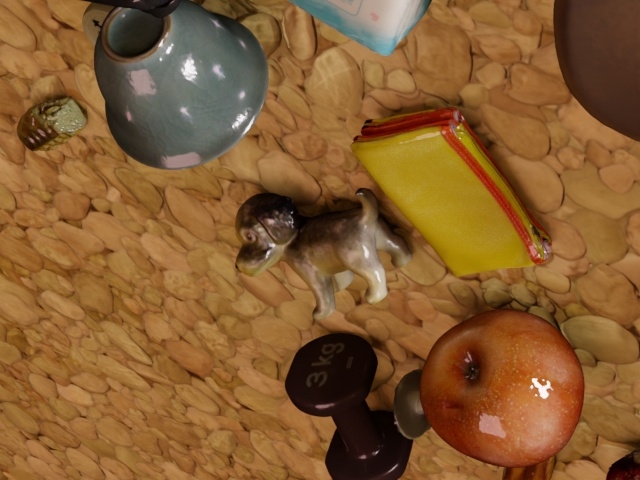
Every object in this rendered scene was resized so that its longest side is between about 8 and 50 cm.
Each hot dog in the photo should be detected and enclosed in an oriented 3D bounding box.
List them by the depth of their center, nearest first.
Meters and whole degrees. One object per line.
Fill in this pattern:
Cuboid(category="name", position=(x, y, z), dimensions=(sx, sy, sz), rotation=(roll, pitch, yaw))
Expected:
Cuboid(category="hot dog", position=(0.295, 0.319, 1.995), dimensions=(0.071, 0.045, 0.165), rotation=(19, 145, 16))

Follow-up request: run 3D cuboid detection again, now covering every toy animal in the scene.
Cuboid(category="toy animal", position=(-0.001, 0.012, 1.782), dimensions=(0.233, 0.121, 0.168), rotation=(-6, 121, 39))

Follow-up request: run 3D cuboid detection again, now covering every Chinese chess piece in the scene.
Cuboid(category="Chinese chess piece", position=(-0.248, -0.255, 1.700), dimensions=(0.084, 0.034, 0.084), rotation=(22, 145, 16))

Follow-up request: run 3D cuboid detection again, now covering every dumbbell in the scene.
Cuboid(category="dumbbell", position=(0.044, 0.249, 2.025), dimensions=(0.124, 0.140, 0.225), rotation=(-1, 134, 26))

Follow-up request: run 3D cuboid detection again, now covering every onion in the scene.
Cuboid(category="onion", position=(0.428, 0.322, 1.849), dimensions=(0.107, 0.097, 0.107), rotation=(9, 167, 2))

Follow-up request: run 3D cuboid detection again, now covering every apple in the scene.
Cuboid(category="apple", position=(0.218, 0.180, 1.731), dimensions=(0.162, 0.201, 0.201), rotation=(24, 156, -37))

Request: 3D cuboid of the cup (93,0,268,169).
Cuboid(category="cup", position=(-0.172, -0.196, 1.532), dimensions=(0.199, 0.199, 0.150), rotation=(16, 165, 23))

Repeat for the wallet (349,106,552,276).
Cuboid(category="wallet", position=(0.157, -0.057, 1.611), dimensions=(0.141, 0.067, 0.241), rotation=(-9, 134, 39))

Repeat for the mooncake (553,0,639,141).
Cuboid(category="mooncake", position=(0.312, -0.202, 1.238), dimensions=(0.235, 0.117, 0.234), rotation=(22, 143, 18))

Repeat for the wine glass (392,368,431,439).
Cuboid(category="wine glass", position=(0.211, 0.226, 1.896), dimensions=(0.222, 0.103, 0.103), rotation=(-1, 135, 39))

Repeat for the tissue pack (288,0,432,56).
Cuboid(category="tissue pack", position=(0.037, -0.325, 1.297), dimensions=(0.201, 0.124, 0.271), rotation=(29, 148, 4))

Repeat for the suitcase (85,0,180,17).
Cuboid(category="suitcase", position=(-0.270, -0.411, 1.404), dimensions=(0.345, 0.188, 0.339), rotation=(17, 139, 24))

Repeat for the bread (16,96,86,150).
Cuboid(category="bread", position=(-0.370, -0.156, 1.910), dimensions=(0.066, 0.060, 0.110), rotation=(16, 159, -33))
